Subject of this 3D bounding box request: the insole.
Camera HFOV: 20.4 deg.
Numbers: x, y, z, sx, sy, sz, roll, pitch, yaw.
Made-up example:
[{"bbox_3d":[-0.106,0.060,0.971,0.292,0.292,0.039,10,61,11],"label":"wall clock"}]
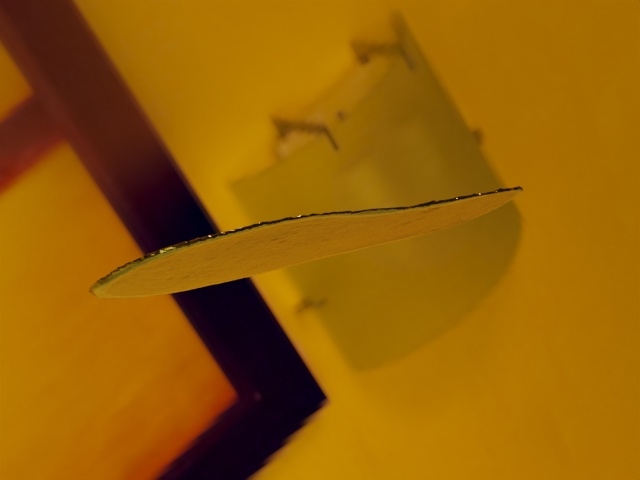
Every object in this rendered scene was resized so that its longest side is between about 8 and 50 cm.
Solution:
[{"bbox_3d":[0.000,0.001,0.684,0.080,0.003,0.232,-28,169,39],"label":"insole"}]
